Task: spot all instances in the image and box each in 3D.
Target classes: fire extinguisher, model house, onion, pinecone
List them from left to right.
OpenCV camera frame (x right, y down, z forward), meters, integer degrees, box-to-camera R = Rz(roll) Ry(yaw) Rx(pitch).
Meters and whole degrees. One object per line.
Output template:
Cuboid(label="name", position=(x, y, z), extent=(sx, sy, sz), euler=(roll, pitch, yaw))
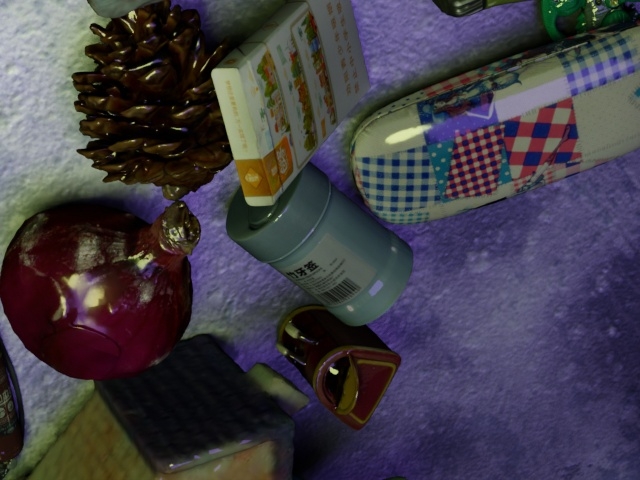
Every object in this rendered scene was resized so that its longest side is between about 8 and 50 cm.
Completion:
Cuboid(label="fire extinguisher", position=(-0.303, 0.153, 1.177), extent=(0.064, 0.043, 0.158), euler=(-41, 133, -49))
Cuboid(label="onion", position=(-0.177, 0.042, 1.077), extent=(0.173, 0.135, 0.198), euler=(35, 139, -23))
Cuboid(label="pinecone", position=(-0.132, -0.119, 1.051), extent=(0.174, 0.173, 0.173), euler=(-8, 116, -16))
Cuboid(label="model house", position=(-0.091, 0.255, 1.198), extent=(0.312, 0.245, 0.280), euler=(37, 89, -31))

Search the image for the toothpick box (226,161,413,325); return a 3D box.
Cuboid(label="toothpick box", position=(0.000, 0.000, 1.180), extent=(0.153, 0.101, 0.101), euler=(39, 96, -29))

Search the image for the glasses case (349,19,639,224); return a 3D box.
Cuboid(label="glasses case", position=(0.186, -0.108, 1.190), extent=(0.327, 0.076, 0.125), euler=(-19, 126, 2))

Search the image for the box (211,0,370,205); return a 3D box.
Cuboid(label="box", position=(-0.018, -0.133, 1.066), extent=(0.032, 0.220, 0.122), euler=(1, 121, 25))

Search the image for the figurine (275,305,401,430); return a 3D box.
Cuboid(label="figurine", position=(0.007, 0.111, 1.203), extent=(0.098, 0.154, 0.082), euler=(28, 97, -24))

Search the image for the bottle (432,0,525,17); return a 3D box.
Cuboid(label="bottle", position=(0.213, -0.277, 1.124), extent=(0.260, 0.112, 0.112), euler=(-27, 119, -6))

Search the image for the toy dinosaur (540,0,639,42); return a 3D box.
Cuboid(label="toy dinosaur", position=(0.259, -0.206, 1.211), extent=(0.096, 0.059, 0.132), euler=(-12, 113, 0))

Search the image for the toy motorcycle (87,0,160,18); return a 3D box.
Cuboid(label="toy motorcycle", position=(-0.057, -0.289, 0.954), extent=(0.319, 0.241, 0.182), euler=(-35, 113, -3))
